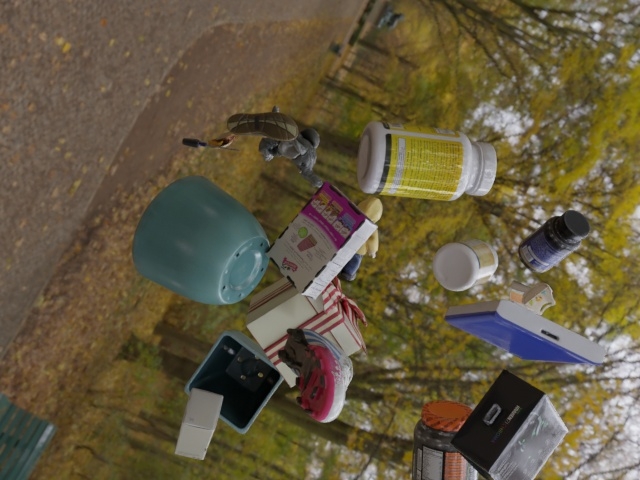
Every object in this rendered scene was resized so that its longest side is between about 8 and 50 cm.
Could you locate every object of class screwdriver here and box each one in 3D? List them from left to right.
[{"bbox_3d":[-0.305,-0.265,1.891,0.025,0.170,0.024,-26,126,-84],"label":"screwdriver"}]

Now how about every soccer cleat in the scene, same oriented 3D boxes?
[{"bbox_3d":[0.018,0.260,1.340,0.116,0.143,0.331,-68,-162,8],"label":"soccer cleat"}]

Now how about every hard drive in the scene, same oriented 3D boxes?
[{"bbox_3d":[0.388,0.184,1.338,0.040,0.210,0.318,-64,-178,-10],"label":"hard drive"}]

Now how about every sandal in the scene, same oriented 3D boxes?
[{"bbox_3d":[-0.146,-0.288,1.715,0.049,0.180,0.072,80,14,-84],"label":"sandal"}]

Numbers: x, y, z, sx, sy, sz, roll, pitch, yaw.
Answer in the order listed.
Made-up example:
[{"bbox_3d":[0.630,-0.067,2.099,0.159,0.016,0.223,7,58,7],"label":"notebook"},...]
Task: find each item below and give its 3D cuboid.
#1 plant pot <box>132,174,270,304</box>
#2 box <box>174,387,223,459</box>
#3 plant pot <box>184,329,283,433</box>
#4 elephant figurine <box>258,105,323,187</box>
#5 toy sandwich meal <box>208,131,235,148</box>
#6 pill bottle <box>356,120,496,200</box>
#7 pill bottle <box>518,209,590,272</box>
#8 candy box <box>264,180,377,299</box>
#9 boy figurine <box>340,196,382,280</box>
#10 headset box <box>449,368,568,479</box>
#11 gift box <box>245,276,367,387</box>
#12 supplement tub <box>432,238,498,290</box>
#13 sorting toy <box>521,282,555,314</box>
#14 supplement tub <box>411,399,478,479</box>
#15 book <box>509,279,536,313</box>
[{"bbox_3d":[-0.267,0.022,1.647,0.293,0.235,0.293,-43,150,-32],"label":"plant pot"},{"bbox_3d":[-0.353,0.532,1.940,0.275,0.094,0.113,115,-12,-54],"label":"box"},{"bbox_3d":[-0.263,0.451,2.277,0.247,0.247,0.252,-55,175,4],"label":"plant pot"},{"bbox_3d":[-0.079,-0.320,2.341,0.169,0.240,0.186,-61,157,-14],"label":"elephant figurine"},{"bbox_3d":[-0.295,-0.299,2.001,0.085,0.086,0.029,-69,149,-54],"label":"toy sandwich meal"},{"bbox_3d":[0.276,-0.202,1.767,0.188,0.334,0.187,-175,-90,-80],"label":"pill bottle"},{"bbox_3d":[0.714,0.001,2.063,0.219,0.123,0.122,-54,-170,54],"label":"pill bottle"},{"bbox_3d":[0.000,0.000,1.593,0.233,0.159,0.071,-49,146,8],"label":"candy box"},{"bbox_3d":[0.112,-0.019,2.194,0.092,0.177,0.285,-22,136,-66],"label":"boy figurine"},{"bbox_3d":[0.491,0.506,1.750,0.246,0.283,0.131,-51,-135,-9],"label":"headset box"},{"bbox_3d":[-0.025,0.223,1.823,0.258,0.255,0.276,-33,-161,6],"label":"gift box"},{"bbox_3d":[0.442,0.070,2.041,0.200,0.144,0.144,-8,133,-54],"label":"supplement tub"},{"bbox_3d":[0.596,0.163,1.831,0.083,0.075,0.045,-40,-165,9],"label":"sorting toy"},{"bbox_3d":[0.391,0.690,2.114,0.207,0.207,0.337,-88,180,-80],"label":"supplement tub"},{"bbox_3d":[0.716,0.204,2.371,0.035,0.096,0.144,-55,150,-20],"label":"book"}]
